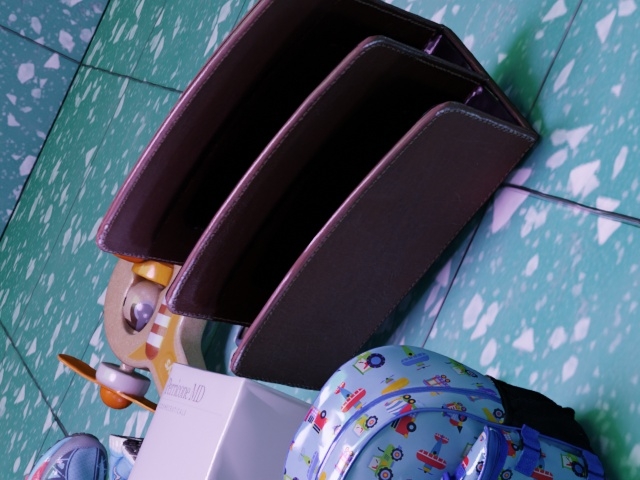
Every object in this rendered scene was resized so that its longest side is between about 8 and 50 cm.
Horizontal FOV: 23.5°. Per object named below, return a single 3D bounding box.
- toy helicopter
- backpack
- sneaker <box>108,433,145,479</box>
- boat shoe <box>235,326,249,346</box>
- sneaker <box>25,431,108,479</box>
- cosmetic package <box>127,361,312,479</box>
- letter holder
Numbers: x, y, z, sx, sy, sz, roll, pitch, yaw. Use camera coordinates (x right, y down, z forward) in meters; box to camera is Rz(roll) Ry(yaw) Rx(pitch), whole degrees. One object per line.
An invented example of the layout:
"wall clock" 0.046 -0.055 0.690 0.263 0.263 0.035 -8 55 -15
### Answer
"toy helicopter" -0.174 0.127 1.669 0.235 0.140 0.355 -50 37 21
"backpack" 0.072 0.154 0.970 0.158 0.173 0.117 -60 21 13
"sneaker" -0.198 0.258 1.695 0.162 0.063 0.073 174 104 -74
"boat shoe" 0.000 0.000 1.445 0.254 0.079 0.095 -63 21 8
"sneaker" -0.287 0.353 1.769 0.125 0.104 0.262 2 73 49
"cosmetic package" -0.098 0.304 1.243 0.217 0.156 0.385 -7 61 68
"letter holder" -0.015 -0.042 1.250 0.302 0.214 0.152 -51 50 23
